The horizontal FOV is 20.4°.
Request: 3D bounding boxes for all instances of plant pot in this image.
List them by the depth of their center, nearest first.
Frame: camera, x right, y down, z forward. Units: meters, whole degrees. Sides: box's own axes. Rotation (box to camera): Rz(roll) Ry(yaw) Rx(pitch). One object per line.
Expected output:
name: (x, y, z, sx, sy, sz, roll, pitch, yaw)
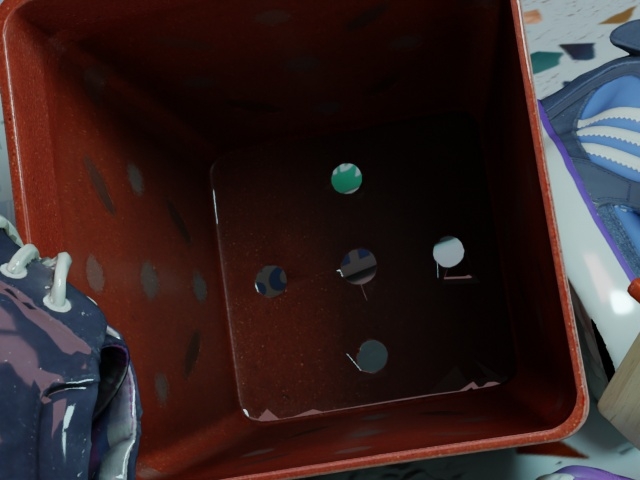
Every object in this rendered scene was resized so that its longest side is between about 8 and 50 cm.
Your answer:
plant pot: (0.000, 0.000, 0.977, 0.267, 0.267, 0.236, -10, -10, 9)

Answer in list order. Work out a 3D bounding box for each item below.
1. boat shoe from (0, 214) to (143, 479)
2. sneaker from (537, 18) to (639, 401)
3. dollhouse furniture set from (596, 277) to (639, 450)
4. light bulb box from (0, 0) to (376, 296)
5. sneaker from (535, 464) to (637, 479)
boat shoe: (-0.164, 0.024, 0.837, 0.158, 0.127, 0.340, -9, 66, 10)
sneaker: (0.242, -0.035, 1.073, 0.236, 0.130, 0.323, -18, 25, 4)
dollhouse furniture set: (0.262, 0.027, 0.880, 0.259, 0.135, 0.262, -11, 45, -43)
light bulb box: (-0.142, -0.108, 1.275, 0.358, 0.225, 0.361, -22, 30, -11)
sneaker: (0.206, 0.160, 0.825, 0.236, 0.095, 0.104, 20, 39, 37)
